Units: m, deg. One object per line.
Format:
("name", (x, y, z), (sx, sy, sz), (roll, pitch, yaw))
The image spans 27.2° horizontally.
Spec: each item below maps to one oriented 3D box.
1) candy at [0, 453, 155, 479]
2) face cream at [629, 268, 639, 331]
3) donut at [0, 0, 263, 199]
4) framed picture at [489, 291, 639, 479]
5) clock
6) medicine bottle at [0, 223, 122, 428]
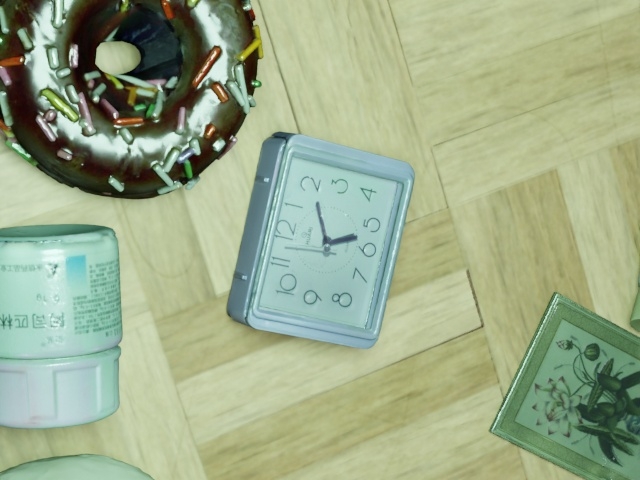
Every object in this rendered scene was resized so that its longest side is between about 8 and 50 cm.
("candy", (-0.241, 0.323, 1.185), (0.295, 0.185, 0.295), (-9, 114, -19))
("face cream", (0.408, -0.001, 1.469), (0.114, 0.070, 0.224), (26, 73, -20))
("donut", (-0.176, -0.166, 1.212), (0.270, 0.103, 0.269), (-2, 97, -19))
("framed picture", (0.312, 0.180, 1.466), (0.231, 0.010, 0.173), (27, 85, -20))
("clock", (-0.001, 0.000, 1.304), (0.145, 0.073, 0.193), (12, 91, -21))
("medicine bottle", (-0.244, 0.074, 1.190), (0.135, 0.135, 0.168), (-4, 98, -20))
